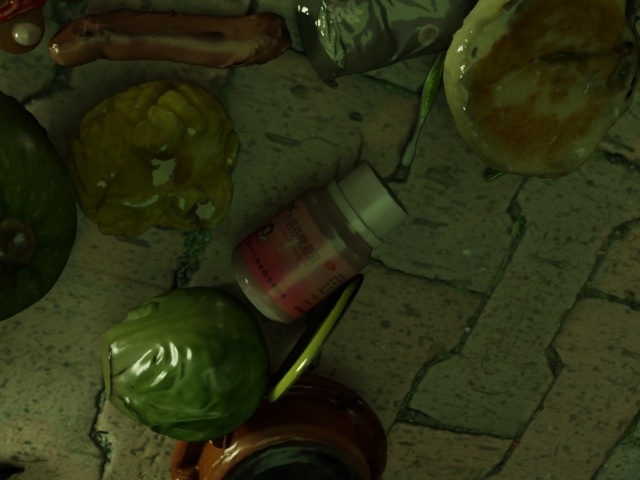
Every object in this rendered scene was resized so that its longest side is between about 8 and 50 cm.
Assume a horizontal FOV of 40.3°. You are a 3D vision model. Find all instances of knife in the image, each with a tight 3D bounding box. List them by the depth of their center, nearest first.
[{"bbox_3d":[0.324,-0.144,1.316,0.184,0.022,0.026,-35,147,6],"label":"knife"}]

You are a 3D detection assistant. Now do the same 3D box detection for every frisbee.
[{"bbox_3d":[-0.010,0.141,1.288,0.017,0.236,0.236,36,108,-2],"label":"frisbee"}]

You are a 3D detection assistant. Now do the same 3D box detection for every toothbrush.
[{"bbox_3d":[0.160,-0.224,1.226,0.022,0.026,0.263,13,116,-12],"label":"toothbrush"}]

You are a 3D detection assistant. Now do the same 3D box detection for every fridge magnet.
[{"bbox_3d":[-0.064,0.378,1.445,0.364,0.155,0.363,-5,120,-9],"label":"fridge magnet"}]

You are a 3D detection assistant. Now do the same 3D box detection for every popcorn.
[{"bbox_3d":[-0.212,-0.097,1.138,0.226,0.200,0.203,-63,148,-11],"label":"popcorn"}]

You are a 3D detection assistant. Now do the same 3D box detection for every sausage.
[{"bbox_3d":[-0.185,-0.253,1.100,0.304,0.078,0.078,-2,120,-13],"label":"sausage"}]

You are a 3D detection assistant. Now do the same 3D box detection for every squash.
[{"bbox_3d":[-0.413,-0.005,1.007,0.310,0.309,0.310,-18,126,-26],"label":"squash"}]

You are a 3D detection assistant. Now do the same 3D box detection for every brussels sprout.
[{"bbox_3d":[-0.194,0.181,1.274,0.244,0.244,0.244,-6,121,-10],"label":"brussels sprout"}]

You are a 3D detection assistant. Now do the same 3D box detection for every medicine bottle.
[{"bbox_3d":[0.000,0.000,1.251,0.247,0.147,0.147,-38,121,10],"label":"medicine bottle"}]

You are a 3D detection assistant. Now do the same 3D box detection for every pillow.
[{"bbox_3d":[0.097,-0.299,1.141,0.255,0.059,0.169,-16,116,1],"label":"pillow"}]

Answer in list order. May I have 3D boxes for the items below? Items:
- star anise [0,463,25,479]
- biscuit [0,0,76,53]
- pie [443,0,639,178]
[{"bbox_3d":[-0.561,0.386,1.390,0.157,0.053,0.212,-21,121,0],"label":"star anise"},{"bbox_3d":[-0.382,-0.303,0.989,0.324,0.049,0.205,-20,129,-23],"label":"biscuit"},{"bbox_3d":[0.315,-0.238,1.194,0.339,0.077,0.339,-16,127,-22],"label":"pie"}]
